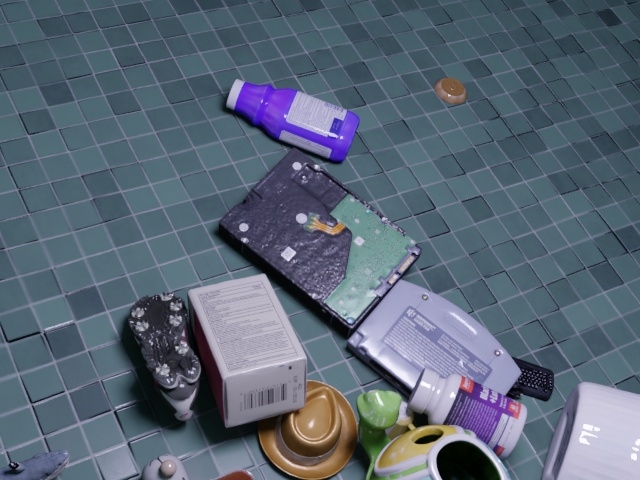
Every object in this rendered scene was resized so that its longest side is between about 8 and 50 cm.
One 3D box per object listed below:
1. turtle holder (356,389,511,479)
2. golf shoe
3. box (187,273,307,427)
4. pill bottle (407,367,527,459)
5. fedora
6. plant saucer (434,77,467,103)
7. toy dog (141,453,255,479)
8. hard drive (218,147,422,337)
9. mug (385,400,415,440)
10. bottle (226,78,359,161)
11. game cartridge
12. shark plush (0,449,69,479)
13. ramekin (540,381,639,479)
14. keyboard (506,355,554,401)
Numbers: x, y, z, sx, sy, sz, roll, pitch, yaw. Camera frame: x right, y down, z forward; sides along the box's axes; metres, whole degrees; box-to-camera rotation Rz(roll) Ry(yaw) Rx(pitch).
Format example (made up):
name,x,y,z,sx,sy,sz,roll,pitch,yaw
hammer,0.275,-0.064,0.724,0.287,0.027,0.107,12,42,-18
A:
name,x,y,z,sx,sy,sz,roll,pitch,yaw
turtle holder,0.197,0.398,1.651,0.243,0.227,0.320,-2,56,-18
golf shoe,-0.275,0.197,1.742,0.105,0.120,0.273,-10,35,-11
box,-0.130,0.187,1.720,0.148,0.127,0.232,-12,40,-16
pill bottle,0.256,0.301,1.751,0.193,0.108,0.108,25,52,3
fedora,-0.015,0.319,1.738,0.194,0.079,0.194,9,53,-11
plant saucer,0.314,-0.362,2.369,0.083,0.015,0.083,8,53,-11
toy dog,-0.160,0.466,1.536,0.334,0.161,0.220,30,52,6
hard drive,0.000,0.000,1.952,0.339,0.064,0.237,37,67,12
mug,0.147,0.325,1.792,0.078,0.064,0.062,22,51,-1
bottle,-0.061,-0.267,2.137,0.283,0.092,0.118,21,51,-2
game cartridge,0.222,0.216,1.877,0.294,0.060,0.196,38,70,11
shark plush,-0.483,0.361,1.573,0.161,0.067,0.073,3,55,-15
ramekin,0.479,0.382,1.726,0.135,0.277,0.277,18,52,8
keyboard,0.367,0.259,1.923,0.192,0.038,0.100,17,52,-3
